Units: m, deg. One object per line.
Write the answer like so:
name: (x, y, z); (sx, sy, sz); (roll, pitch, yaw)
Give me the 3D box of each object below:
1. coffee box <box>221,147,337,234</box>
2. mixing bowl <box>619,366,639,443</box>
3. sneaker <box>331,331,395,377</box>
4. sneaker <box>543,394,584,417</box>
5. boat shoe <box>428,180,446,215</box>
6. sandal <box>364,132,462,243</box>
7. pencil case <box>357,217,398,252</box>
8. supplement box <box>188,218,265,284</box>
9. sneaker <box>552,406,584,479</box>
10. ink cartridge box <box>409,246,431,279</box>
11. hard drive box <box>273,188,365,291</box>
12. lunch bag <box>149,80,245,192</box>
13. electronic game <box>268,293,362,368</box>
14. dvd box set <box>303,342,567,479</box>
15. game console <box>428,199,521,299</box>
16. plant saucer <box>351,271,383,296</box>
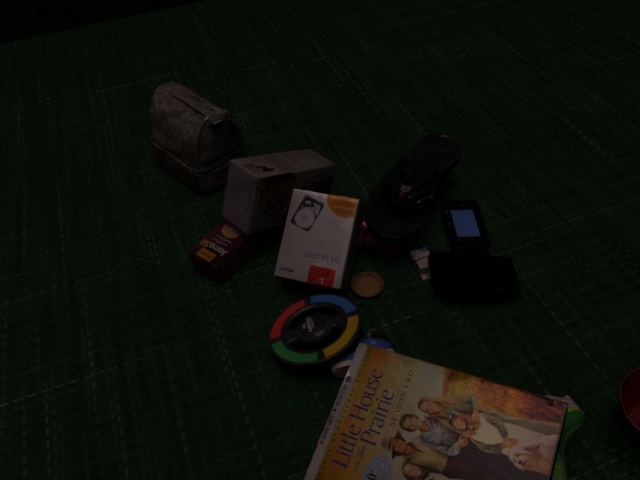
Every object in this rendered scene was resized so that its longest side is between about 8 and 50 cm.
coffee box: (-0.109, -0.142, 1.579); (0.119, 0.168, 0.297); (35, 35, 32)
mixing bowl: (0.678, 0.352, 1.151); (0.181, 0.098, 0.181); (-2, 46, 2)
sneaker: (0.090, 0.256, 1.323); (0.152, 0.058, 0.085); (-16, 44, -6)
sneaker: (0.463, 0.357, 1.204); (0.152, 0.054, 0.061); (-3, 31, -2)
boat shoe: (0.272, -0.110, 1.636); (0.109, 0.089, 0.258); (31, 56, 30)
sandal: (0.250, -0.173, 1.564); (0.167, 0.107, 0.446); (22, 53, 18)
pencil case: (0.114, -0.014, 1.561); (0.209, 0.098, 0.095); (4, 2, 9)
supplement box: (-0.250, 0.016, 1.565); (0.104, 0.081, 0.188); (26, 54, 26)
sneaker: (0.418, 0.443, 1.090); (0.123, 0.109, 0.295); (34, 67, 29)
ink cartridge box: (0.273, 0.060, 1.515); (0.048, 0.028, 0.083); (-16, 47, -10)
hard drive box: (0.000, 0.000, 1.479); (0.181, 0.089, 0.232); (10, 83, 14)
lunch bag: (-0.385, -0.331, 1.789); (0.212, 0.256, 0.305); (-36, 54, -26)
electronic game: (-0.013, 0.207, 1.352); (0.229, 0.048, 0.229); (-13, 36, 10)
dvd box set: (0.211, 0.388, 1.084); (0.420, 0.062, 0.308); (12, 63, 29)
game console: (0.382, 0.012, 1.525); (0.213, 0.044, 0.361); (4, 43, -5)
plant saucer: (0.120, 0.116, 1.483); (0.083, 0.015, 0.083); (-3, 46, 3)
